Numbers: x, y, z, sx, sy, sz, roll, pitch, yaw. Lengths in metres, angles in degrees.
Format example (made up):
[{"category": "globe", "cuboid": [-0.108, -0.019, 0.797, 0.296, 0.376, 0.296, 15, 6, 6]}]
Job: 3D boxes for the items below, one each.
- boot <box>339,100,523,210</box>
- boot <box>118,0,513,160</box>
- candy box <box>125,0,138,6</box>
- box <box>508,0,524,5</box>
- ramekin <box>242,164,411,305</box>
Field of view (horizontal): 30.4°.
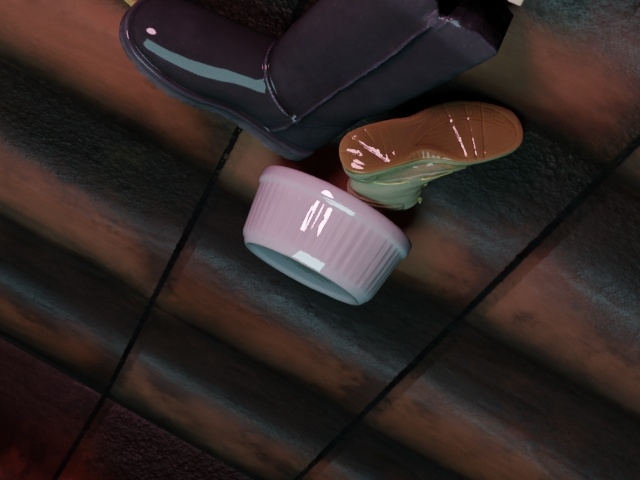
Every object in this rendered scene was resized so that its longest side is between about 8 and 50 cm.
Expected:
[{"category": "boot", "cuboid": [0.161, -0.118, 1.748, 0.262, 0.095, 0.203, -12, 164, 0]}, {"category": "boot", "cuboid": [-0.018, -0.291, 1.590, 0.367, 0.146, 0.445, 27, 153, -27]}, {"category": "candy box", "cuboid": [-0.292, -0.423, 1.705, 0.187, 0.053, 0.109, 40, 143, -19]}, {"category": "box", "cuboid": [0.190, -0.427, 1.336, 0.214, 0.117, 0.243, 26, 145, 3]}, {"category": "ramekin", "cuboid": [0.000, 0.000, 1.890, 0.273, 0.127, 0.273, 27, 170, 5]}]
